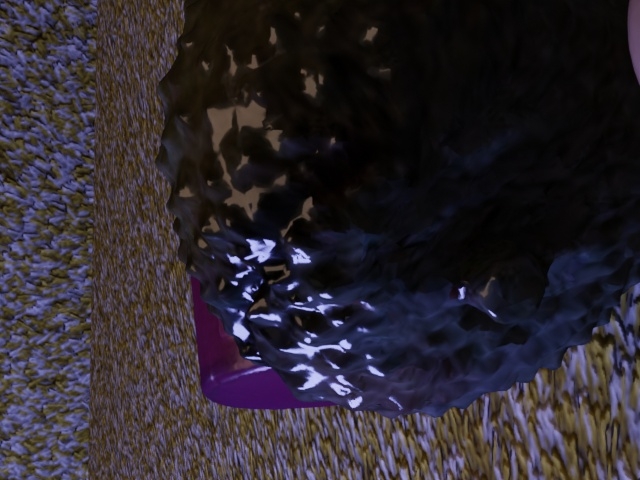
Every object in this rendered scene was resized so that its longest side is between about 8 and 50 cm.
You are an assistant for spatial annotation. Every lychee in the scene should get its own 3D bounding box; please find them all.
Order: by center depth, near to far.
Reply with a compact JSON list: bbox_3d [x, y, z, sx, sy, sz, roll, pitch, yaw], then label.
[{"bbox_3d":[0.038,-0.049,0.682,0.274,0.255,0.255,52,140,46],"label":"lychee"}]

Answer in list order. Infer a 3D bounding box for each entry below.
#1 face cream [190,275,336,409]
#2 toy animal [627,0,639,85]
[{"bbox_3d":[0.000,0.000,0.933,0.175,0.175,0.195,136,131,-66],"label":"face cream"},{"bbox_3d":[0.184,-0.059,0.418,0.154,0.166,0.250,49,179,-18],"label":"toy animal"}]
